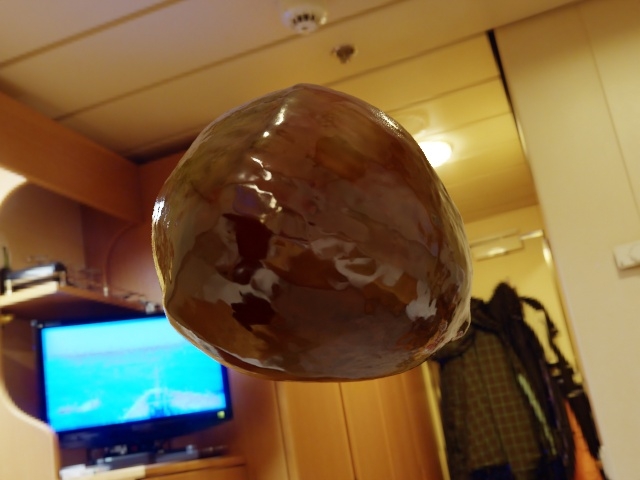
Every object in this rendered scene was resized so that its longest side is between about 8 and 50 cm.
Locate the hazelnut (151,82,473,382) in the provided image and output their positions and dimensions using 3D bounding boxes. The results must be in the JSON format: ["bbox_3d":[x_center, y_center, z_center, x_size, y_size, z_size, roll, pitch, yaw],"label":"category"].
[{"bbox_3d":[0.000,0.000,0.965,0.420,0.353,0.421,18,-4,1],"label":"hazelnut"}]

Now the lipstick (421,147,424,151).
[{"bbox_3d":[0.037,-0.105,1.347,0.299,0.081,0.081,-11,-15,22],"label":"lipstick"}]
